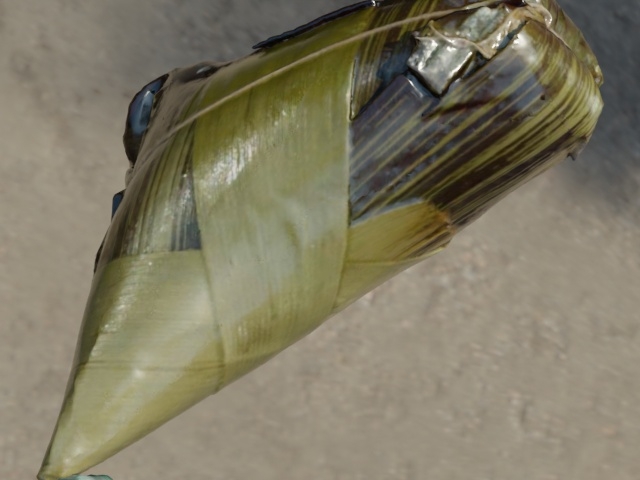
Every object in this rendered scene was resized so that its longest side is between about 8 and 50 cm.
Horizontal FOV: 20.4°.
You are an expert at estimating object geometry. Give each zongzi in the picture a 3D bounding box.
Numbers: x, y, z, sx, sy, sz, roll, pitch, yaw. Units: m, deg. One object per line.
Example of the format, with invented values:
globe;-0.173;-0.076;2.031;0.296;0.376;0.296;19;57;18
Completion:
zongzi;0.000;0.000;0.992;0.289;0.154;0.317;-20;35;35

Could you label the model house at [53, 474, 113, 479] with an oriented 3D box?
model house;-0.132;0.200;0.661;0.253;0.291;0.184;-38;29;24
